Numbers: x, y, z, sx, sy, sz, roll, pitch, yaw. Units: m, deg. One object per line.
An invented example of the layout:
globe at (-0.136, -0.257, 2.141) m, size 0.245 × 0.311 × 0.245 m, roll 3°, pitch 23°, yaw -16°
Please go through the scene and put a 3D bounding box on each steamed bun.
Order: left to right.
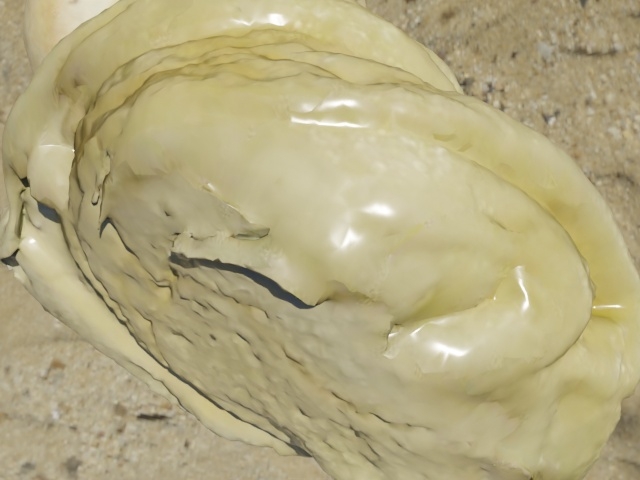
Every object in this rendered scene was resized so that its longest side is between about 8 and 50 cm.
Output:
steamed bun at (-0.004, -0.004, 0.545) m, size 0.372 × 0.230 × 0.325 m, roll 9°, pitch 137°, yaw 38°

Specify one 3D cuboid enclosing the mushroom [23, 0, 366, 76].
mushroom at (-0.131, -0.195, 0.946) m, size 0.325 × 0.353 × 0.353 m, roll -26°, pitch 127°, yaw 34°
